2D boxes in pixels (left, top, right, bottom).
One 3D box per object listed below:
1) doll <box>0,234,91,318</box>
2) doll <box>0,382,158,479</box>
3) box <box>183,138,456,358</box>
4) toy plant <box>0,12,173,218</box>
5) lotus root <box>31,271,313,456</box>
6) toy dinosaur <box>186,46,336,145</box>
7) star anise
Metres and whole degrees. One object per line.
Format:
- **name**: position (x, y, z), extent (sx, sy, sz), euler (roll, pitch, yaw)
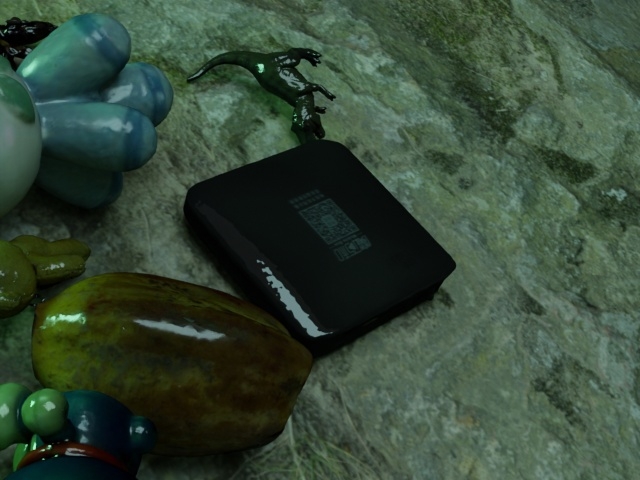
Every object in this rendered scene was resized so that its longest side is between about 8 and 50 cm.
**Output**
- **doll**: position (-0.332, 0.039, 1.198), extent (0.137, 0.097, 0.209), euler (17, 13, 17)
- **doll**: position (-0.221, 0.258, 0.965), extent (0.186, 0.198, 0.322), euler (-14, 46, 4)
- **box**: position (0.000, 0.000, 1.439), extent (0.290, 0.073, 0.289), euler (-25, 65, -41)
- **toy plant**: position (-0.320, -0.145, 1.293), extent (0.332, 0.247, 0.247), euler (-16, 59, -38)
- **lotus root**: position (-0.167, 0.135, 1.167), extent (0.291, 0.193, 0.193), euler (15, 45, -17)
- **toy dinosaur**: position (-0.073, -0.220, 1.594), extent (0.179, 0.087, 0.187), euler (-15, 57, -38)
- **star anise**: position (-0.451, -0.253, 1.450), extent (0.212, 0.053, 0.157), euler (9, 46, -23)
